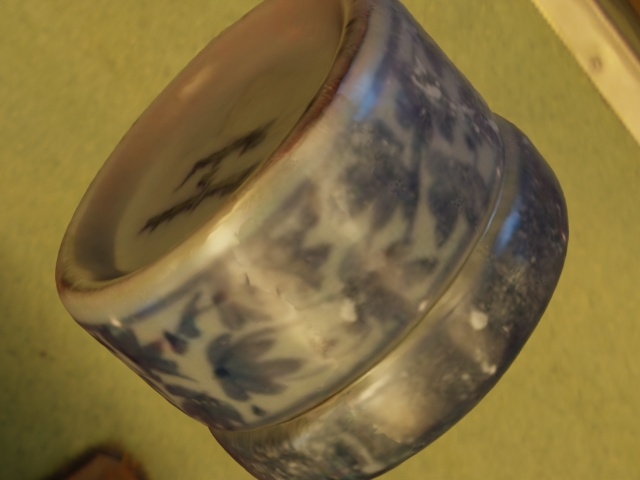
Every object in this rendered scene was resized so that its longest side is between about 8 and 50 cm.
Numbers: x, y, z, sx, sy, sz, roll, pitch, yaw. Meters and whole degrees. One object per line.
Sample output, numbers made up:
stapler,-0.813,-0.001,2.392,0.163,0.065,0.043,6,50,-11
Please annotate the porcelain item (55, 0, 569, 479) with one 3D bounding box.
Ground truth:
porcelain item,0.000,0.000,0.636,0.147,0.147,0.114,-39,113,17
